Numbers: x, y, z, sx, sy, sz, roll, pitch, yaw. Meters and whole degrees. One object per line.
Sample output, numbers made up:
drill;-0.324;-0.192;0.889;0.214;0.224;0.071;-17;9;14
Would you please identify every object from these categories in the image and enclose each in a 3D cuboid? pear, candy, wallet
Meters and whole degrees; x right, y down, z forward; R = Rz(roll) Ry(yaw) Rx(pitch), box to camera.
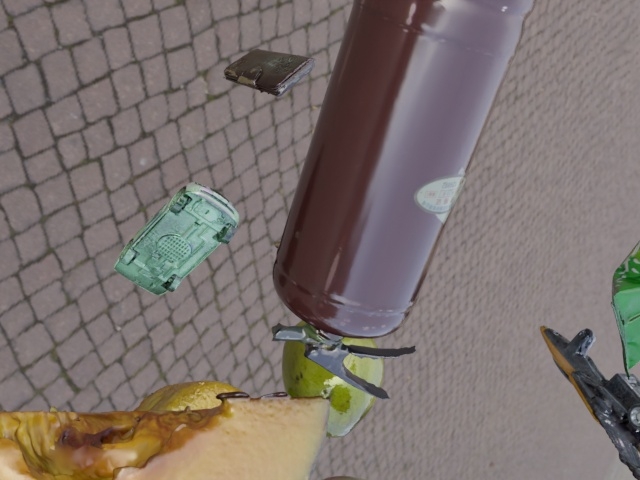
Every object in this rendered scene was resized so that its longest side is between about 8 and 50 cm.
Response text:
pear;0.024;0.264;1.407;0.212;0.212;0.270;13;81;-57
candy;0.447;0.073;0.939;0.203;0.078;0.141;-46;115;-32
wallet;-0.119;-0.380;1.536;0.122;0.232;0.031;-41;130;-19

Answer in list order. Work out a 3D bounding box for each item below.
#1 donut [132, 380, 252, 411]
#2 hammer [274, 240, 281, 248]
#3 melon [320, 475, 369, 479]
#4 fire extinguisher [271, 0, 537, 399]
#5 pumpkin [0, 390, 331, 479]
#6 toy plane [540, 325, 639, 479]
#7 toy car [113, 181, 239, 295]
donut;-0.161;0.334;1.029;0.277;0.108;0.278;21;53;-31
hammer;0.000;0.000;1.126;0.062;0.182;0.017;55;44;-31
melon;0.087;0.508;1.096;0.223;0.317;0.223;-48;-172;9
fire extinguisher;0.050;-0.036;0.500;0.114;0.135;0.338;-99;-154;-67
pumpkin;-0.151;0.198;0.553;0.312;0.169;0.148;7;69;-27
toy plane;0.431;0.226;1.013;0.204;0.316;0.103;11;129;-35
toy car;-0.199;-0.007;0.966;0.090;0.224;0.076;36;37;-22
